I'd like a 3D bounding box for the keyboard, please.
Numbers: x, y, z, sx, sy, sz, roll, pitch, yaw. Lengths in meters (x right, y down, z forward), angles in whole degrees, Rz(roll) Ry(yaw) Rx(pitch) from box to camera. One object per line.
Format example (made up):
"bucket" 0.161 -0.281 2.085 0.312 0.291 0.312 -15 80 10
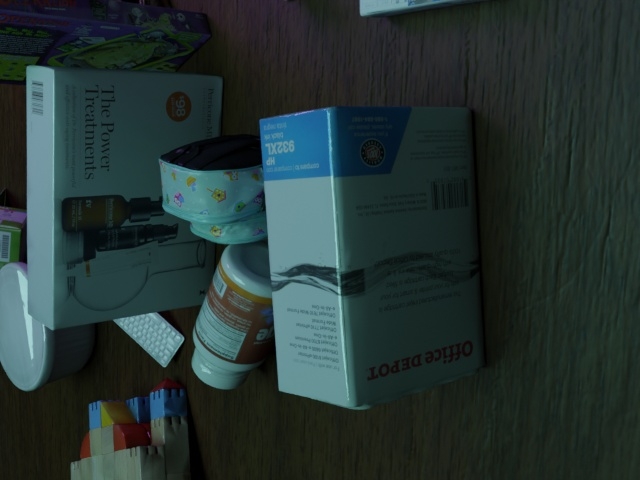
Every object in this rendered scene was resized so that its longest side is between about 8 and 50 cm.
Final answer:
"keyboard" -0.352 0.120 1.510 0.256 0.014 0.072 39 114 13

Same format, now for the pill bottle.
"pill bottle" -0.117 0.114 1.239 0.121 0.121 0.216 48 129 33

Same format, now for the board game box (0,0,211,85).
"board game box" -0.368 -0.300 1.290 0.208 0.346 0.056 -22 76 47

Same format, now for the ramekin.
"ramekin" -0.578 0.173 1.760 0.273 0.127 0.273 9 102 48

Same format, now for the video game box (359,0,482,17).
"video game box" 0.122 -0.369 0.955 0.187 0.048 0.205 8 102 49

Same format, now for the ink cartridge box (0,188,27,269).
"ink cartridge box" -0.717 0.007 1.929 0.255 0.097 0.189 -107 26 -67

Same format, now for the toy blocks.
"toy blocks" -0.352 0.402 1.530 0.381 0.190 0.261 -25 65 46

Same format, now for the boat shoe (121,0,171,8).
"boat shoe" -0.311 -0.430 1.415 0.073 0.073 0.207 -45 61 43

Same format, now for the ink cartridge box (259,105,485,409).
"ink cartridge box" 0.063 0.009 0.944 0.129 0.223 0.308 1 96 48

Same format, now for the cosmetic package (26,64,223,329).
"cosmetic package" -0.297 -0.072 1.292 0.097 0.284 0.377 17 109 44

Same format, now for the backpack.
"backpack" -0.128 -0.074 1.173 0.166 0.188 0.144 22 112 44
